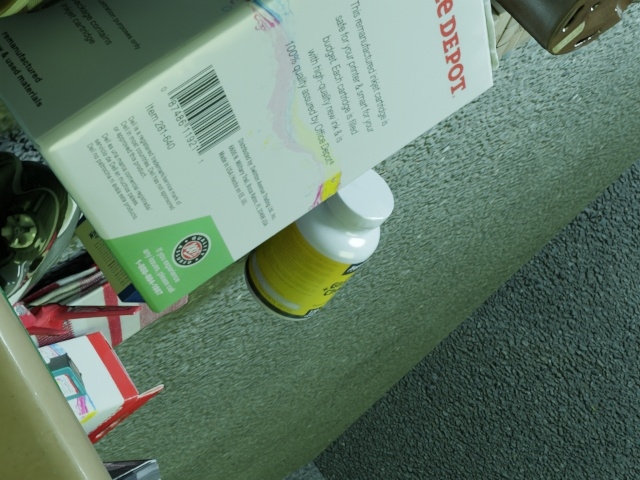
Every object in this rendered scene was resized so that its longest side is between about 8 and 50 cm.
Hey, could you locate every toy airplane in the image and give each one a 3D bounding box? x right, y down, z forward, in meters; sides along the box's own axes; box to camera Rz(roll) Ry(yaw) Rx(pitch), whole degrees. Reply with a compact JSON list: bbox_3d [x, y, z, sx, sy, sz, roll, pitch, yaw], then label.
[{"bbox_3d":[-0.218,0.062,0.981,0.151,0.028,0.151,0,178,0],"label":"toy airplane"}]

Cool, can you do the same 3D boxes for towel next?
[{"bbox_3d":[-0.268,0.099,1.164,0.329,0.037,0.237,-31,167,-16],"label":"towel"}]

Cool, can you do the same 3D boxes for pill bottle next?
[{"bbox_3d":[0.000,0.000,1.346,0.103,0.103,0.184,-23,161,-45],"label":"pill bottle"}]

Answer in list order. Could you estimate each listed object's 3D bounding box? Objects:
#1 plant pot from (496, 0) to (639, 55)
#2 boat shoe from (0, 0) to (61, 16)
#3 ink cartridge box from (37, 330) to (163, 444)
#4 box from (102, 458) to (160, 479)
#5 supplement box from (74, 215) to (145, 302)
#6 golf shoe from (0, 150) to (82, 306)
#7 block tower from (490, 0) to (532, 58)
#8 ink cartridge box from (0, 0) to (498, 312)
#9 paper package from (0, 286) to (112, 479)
[{"bbox_3d":[0.156,-0.229,0.851,0.167,0.165,0.167,-35,166,-10],"label":"plant pot"},{"bbox_3d":[-0.118,-0.168,0.627,0.152,0.056,0.049,-32,174,22],"label":"boat shoe"},{"bbox_3d":[-0.264,0.158,1.130,0.134,0.078,0.231,-39,168,26],"label":"ink cartridge box"},{"bbox_3d":[-0.331,0.271,1.135,0.307,0.077,0.242,-7,-178,20],"label":"box"},{"bbox_3d":[-0.143,-0.006,1.017,0.083,0.083,0.056,-40,166,12],"label":"supplement box"},{"bbox_3d":[-0.270,0.051,0.867,0.273,0.105,0.120,-39,173,10],"label":"golf shoe"},{"bbox_3d":[0.229,-0.264,1.071,0.335,0.091,0.097,-31,164,-21],"label":"block tower"},{"bbox_3d":[-0.042,-0.112,0.756,0.278,0.117,0.201,-35,149,-8],"label":"ink cartridge box"},{"bbox_3d":[-0.275,0.142,0.629,0.309,0.325,0.168,-33,-157,-17],"label":"paper package"}]
